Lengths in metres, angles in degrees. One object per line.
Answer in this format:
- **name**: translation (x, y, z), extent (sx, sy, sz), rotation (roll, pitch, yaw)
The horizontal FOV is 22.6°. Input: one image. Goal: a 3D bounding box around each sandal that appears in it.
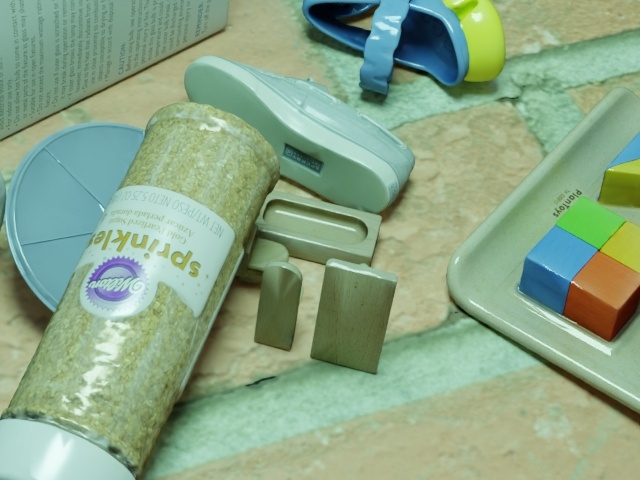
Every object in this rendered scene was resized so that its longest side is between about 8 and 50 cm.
- **sandal**: translation (0.036, -0.253, 1.562), extent (0.138, 0.126, 0.317), rotation (-29, 58, -23)

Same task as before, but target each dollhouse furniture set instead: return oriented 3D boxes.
- **dollhouse furniture set**: translation (0.000, 0.000, 1.340), extent (0.144, 0.123, 0.151), rotation (14, 50, 4)

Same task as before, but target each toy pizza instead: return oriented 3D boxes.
- **toy pizza**: translation (-0.170, -0.006, 1.353), extent (0.201, 0.032, 0.201), rotation (12, 62, -23)

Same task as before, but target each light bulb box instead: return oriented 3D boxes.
- **light bulb box**: translation (-0.324, -0.303, 1.482), extent (0.361, 0.225, 0.358), rotation (-30, 61, -27)

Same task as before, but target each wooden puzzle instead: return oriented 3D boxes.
- **wooden puzzle**: translation (0.334, 0.019, 1.398), extent (0.348, 0.080, 0.322), rotation (34, 54, 19)

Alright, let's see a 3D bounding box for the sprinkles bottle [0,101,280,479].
- **sprinkles bottle**: translation (-0.145, 0.061, 1.242), extent (0.121, 0.121, 0.355), rotation (18, 59, 7)

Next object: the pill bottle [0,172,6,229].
- **pill bottle**: translation (-0.404, -0.046, 1.305), extent (0.264, 0.153, 0.153), rotation (25, 52, 12)

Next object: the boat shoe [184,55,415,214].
- **boat shoe**: translation (-0.017, -0.106, 1.465), extent (0.227, 0.079, 0.081), rotation (32, 44, 12)
